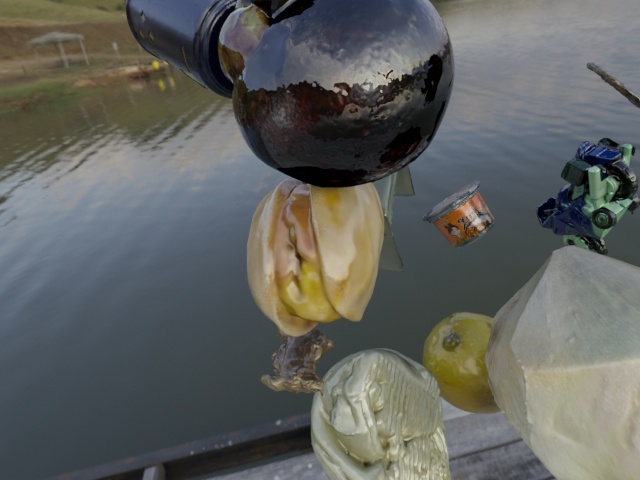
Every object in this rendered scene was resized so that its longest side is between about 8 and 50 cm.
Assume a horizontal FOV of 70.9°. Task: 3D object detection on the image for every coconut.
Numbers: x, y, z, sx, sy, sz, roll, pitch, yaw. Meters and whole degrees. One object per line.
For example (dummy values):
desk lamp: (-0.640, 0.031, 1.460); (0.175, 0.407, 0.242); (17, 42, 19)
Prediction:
coconut: (0.455, 0.205, 0.749); (0.345, 0.414, 0.415); (-17, 27, -4)

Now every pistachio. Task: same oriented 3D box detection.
pistachio: (0.000, 0.000, 0.733); (0.230, 0.229, 0.308); (-4, 49, 8)

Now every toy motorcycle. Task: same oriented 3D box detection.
toy motorcycle: (0.629, -0.090, 1.077); (0.125, 0.331, 0.196); (-33, 51, -14)

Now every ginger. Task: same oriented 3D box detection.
ginger: (-0.034, 0.171, 0.852); (0.122, 0.084, 0.290); (-4, 29, 6)

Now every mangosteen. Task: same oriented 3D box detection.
mangosteen: (0.026, -0.226, 0.589); (0.298, 0.312, 0.297); (-1, 6, 0)

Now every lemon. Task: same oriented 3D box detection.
lemon: (0.398, 0.315, 1.159); (0.284, 0.260, 0.261); (10, 12, -36)

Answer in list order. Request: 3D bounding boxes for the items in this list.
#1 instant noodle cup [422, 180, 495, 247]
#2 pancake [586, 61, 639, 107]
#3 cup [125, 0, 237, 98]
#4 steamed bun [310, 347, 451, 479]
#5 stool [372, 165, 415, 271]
instant noodle cup: (0.380, -0.059, 1.204); (0.178, 0.125, 0.208); (-35, 0, -4)
pancake: (0.689, -0.349, 1.031); (0.190, 0.020, 0.184); (43, 34, 6)
cup: (-0.160, -0.355, 0.782); (0.255, 0.178, 0.256); (-4, 35, -46)
steamed bun: (0.108, 0.423, 0.979); (0.238, 0.393, 0.347); (-19, 10, 43)
stool: (0.114, -0.091, 1.071); (0.171, 0.269, 0.243); (1, 61, 22)
